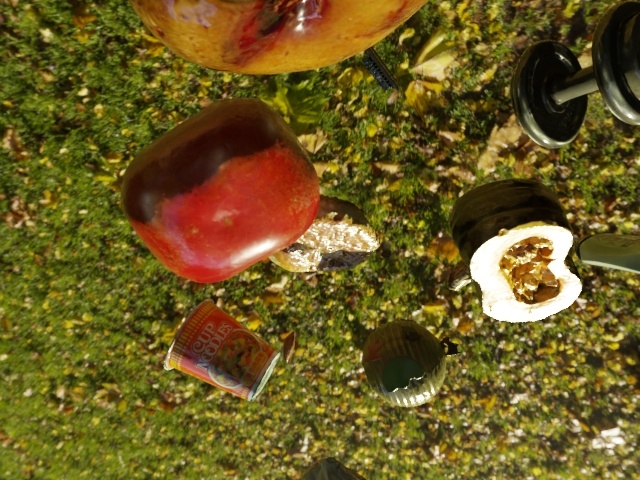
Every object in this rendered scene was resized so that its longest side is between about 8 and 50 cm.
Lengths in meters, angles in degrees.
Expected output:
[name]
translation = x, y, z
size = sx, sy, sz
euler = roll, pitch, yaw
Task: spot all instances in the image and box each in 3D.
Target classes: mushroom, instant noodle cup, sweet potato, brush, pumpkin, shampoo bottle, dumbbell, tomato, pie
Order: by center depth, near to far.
[mushroom]
translation = -0.009, -0.258, 0.368
size = 0.268, 0.254, 0.267
euler = 10, 165, 3
[dumbbell]
translation = 0.446, -0.265, 0.741
size = 0.192, 0.192, 0.290
euler = 49, 158, -18
[brush]
translation = 0.068, -0.323, 0.744
size = 0.028, 0.034, 0.190
euler = -30, 115, 30
[tomato]
translation = -0.167, -0.087, 0.788
size = 0.326, 0.289, 0.292
euler = -26, 122, -4
[pumpkin]
translation = 0.327, 0.028, 0.801
size = 0.222, 0.139, 0.317
euler = -17, 141, 22
[shampoo bottle]
translation = 0.697, 0.030, 1.020
size = 0.134, 0.359, 0.078
euler = -10, 93, 4
[instant noodle cup]
translation = -0.216, 0.267, 1.040
size = 0.212, 0.193, 0.193
euler = 28, 120, 7
[pie]
translation = 0.000, 0.000, 1.097
size = 0.316, 0.092, 0.315
euler = -1, 152, 0
[sweet potato]
translation = -0.096, 0.319, 1.346
size = 0.034, 0.034, 0.094
euler = 12, 81, 2

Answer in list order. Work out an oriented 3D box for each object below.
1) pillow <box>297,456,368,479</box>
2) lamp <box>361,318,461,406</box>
[pillow]
translation = 0.054, 0.351, 0.514
size = 0.229, 0.051, 0.128
euler = 39, 99, -8
[lamp]
translation = 0.262, 0.343, 1.284
size = 0.285, 0.250, 0.250
euler = -20, 115, 6
